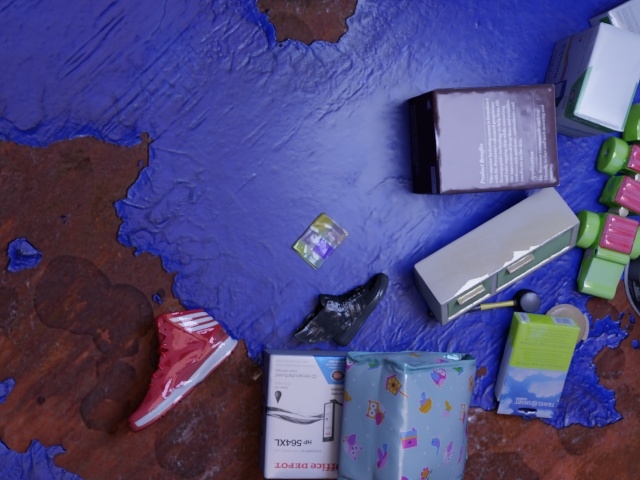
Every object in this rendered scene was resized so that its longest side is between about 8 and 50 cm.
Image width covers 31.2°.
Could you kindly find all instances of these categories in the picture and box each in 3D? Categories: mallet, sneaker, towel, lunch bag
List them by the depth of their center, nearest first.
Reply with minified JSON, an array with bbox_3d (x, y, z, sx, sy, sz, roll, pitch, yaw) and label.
[{"bbox_3d":[-0.252,0.198,1.850,0.221,0.087,0.128,-42,89,-18],"label":"sneaker"},{"bbox_3d":[0.157,0.290,1.864,0.262,0.160,0.223,3,90,-51],"label":"lunch bag"},{"bbox_3d":[0.035,0.109,1.899,0.089,0.051,0.170,34,90,-14],"label":"sneaker"},{"bbox_3d":[0.000,0.000,1.910,0.060,0.009,0.083,44,85,-9],"label":"towel"},{"bbox_3d":[0.279,0.112,1.934,0.190,0.062,0.039,-8,93,-9],"label":"mallet"}]

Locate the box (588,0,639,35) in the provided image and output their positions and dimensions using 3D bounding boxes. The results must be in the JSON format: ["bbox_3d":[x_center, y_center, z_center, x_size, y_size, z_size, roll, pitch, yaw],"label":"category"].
[{"bbox_3d":[0.532,-0.357,1.946,0.102,0.087,0.101,-25,96,-7],"label":"box"}]

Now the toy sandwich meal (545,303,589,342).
[{"bbox_3d":[0.421,0.146,1.977,0.086,0.029,0.085,0,94,-5],"label":"toy sandwich meal"}]

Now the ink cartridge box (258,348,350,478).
[{"bbox_3d":[-0.021,0.284,1.878,0.148,0.086,0.203,2,91,-10],"label":"ink cartridge box"}]

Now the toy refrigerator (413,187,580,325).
[{"bbox_3d":[0.293,0.028,1.898,0.269,0.102,0.094,-29,65,-8],"label":"toy refrigerator"}]

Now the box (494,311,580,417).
[{"bbox_3d":[0.363,0.212,1.938,0.109,0.042,0.178,7,114,-9],"label":"box"}]

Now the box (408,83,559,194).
[{"bbox_3d":[0.264,-0.162,1.869,0.203,0.167,0.168,-3,93,-9],"label":"box"}]

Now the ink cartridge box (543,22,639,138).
[{"bbox_3d":[0.438,-0.256,1.873,0.093,0.212,0.154,17,90,-6],"label":"ink cartridge box"}]

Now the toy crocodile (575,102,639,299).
[{"bbox_3d":[0.516,-0.067,1.945,0.115,0.105,0.340,19,89,-9],"label":"toy crocodile"}]

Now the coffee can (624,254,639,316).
[{"bbox_3d":[0.651,0.067,1.886,0.202,0.275,0.201,0,92,-9],"label":"coffee can"}]
